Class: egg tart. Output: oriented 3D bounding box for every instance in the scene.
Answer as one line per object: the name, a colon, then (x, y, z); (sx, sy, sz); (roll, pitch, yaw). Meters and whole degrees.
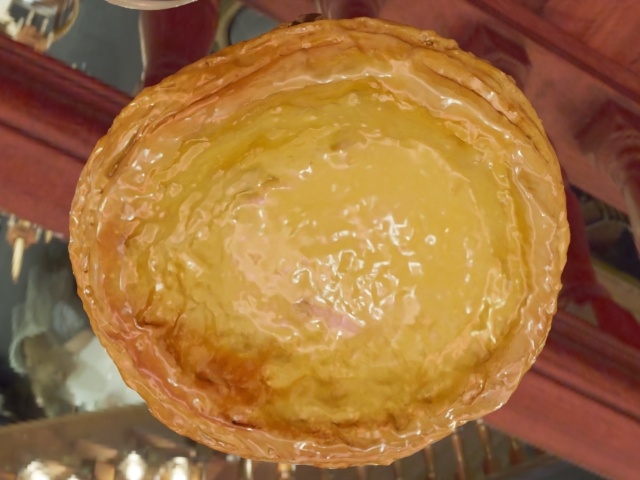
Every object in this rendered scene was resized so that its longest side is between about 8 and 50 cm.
egg tart: (0.000, 0.000, 0.690); (0.294, 0.123, 0.294); (1, 112, 2)

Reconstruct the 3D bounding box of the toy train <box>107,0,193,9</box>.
toy train: (-0.040, -0.173, 0.650); (0.048, 0.252, 0.055); (35, 131, 7)
